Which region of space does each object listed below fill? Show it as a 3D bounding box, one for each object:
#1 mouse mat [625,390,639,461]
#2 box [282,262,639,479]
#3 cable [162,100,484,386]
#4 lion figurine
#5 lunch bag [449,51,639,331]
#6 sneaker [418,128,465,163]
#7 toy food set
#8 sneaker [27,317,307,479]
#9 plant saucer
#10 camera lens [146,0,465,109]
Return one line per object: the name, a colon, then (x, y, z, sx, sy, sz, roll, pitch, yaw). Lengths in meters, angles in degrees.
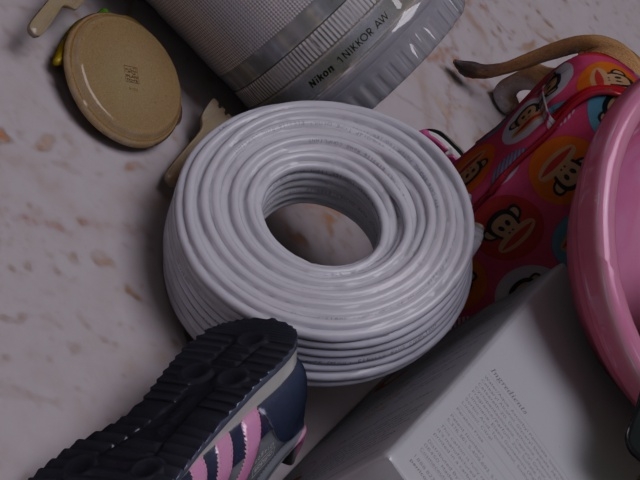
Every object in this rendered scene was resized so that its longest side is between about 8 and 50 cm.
mouse mat: (0.308, 0.119, 1.502, 0.152, 0.007, 0.190, 39, 58, -25)
box: (0.102, 0.194, 1.527, 0.168, 0.215, 0.345, 53, 37, -2)
cable: (0.000, 0.000, 1.589, 0.257, 0.089, 0.257, 19, 52, 3)
lion figurine: (0.323, -0.081, 1.971, 0.392, 0.240, 0.142, 53, 36, -1)
lunch bag: (0.235, 0.002, 1.764, 0.258, 0.293, 0.120, 38, 20, -21)
sneaker: (0.147, -0.053, 1.906, 0.170, 0.063, 0.075, 45, 37, -20)
toy food set: (-0.169, -0.135, 1.650, 0.192, 0.038, 0.132, 49, 43, -16)
sneaker: (-0.109, 0.187, 1.399, 0.319, 0.112, 0.131, -38, 130, -40)
plant saucer: (0.317, 0.019, 1.589, 0.332, 0.084, 0.332, 9, 75, -37)
camera lens: (-0.035, -0.244, 1.724, 0.274, 0.219, 0.219, 46, 37, -11)
